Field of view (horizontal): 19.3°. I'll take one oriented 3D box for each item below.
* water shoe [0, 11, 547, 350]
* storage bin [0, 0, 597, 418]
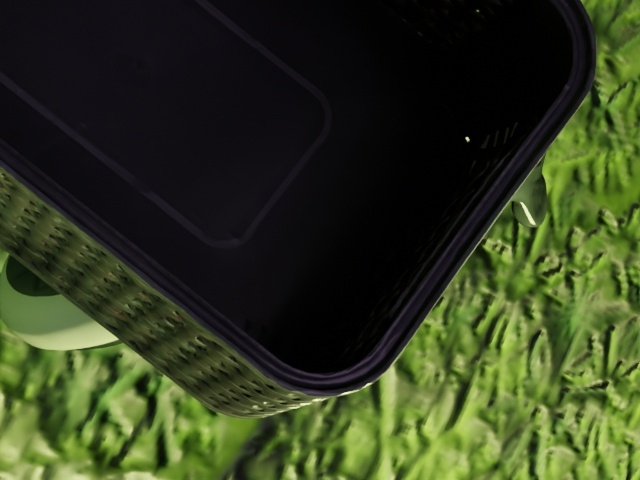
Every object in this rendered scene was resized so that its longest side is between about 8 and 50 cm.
[{"bbox_3d":[0.000,0.000,0.572,0.203,0.073,0.080,-28,123,-29],"label":"water shoe"},{"bbox_3d":[-0.039,-0.052,0.466,0.180,0.084,0.122,39,74,-7],"label":"storage bin"}]
